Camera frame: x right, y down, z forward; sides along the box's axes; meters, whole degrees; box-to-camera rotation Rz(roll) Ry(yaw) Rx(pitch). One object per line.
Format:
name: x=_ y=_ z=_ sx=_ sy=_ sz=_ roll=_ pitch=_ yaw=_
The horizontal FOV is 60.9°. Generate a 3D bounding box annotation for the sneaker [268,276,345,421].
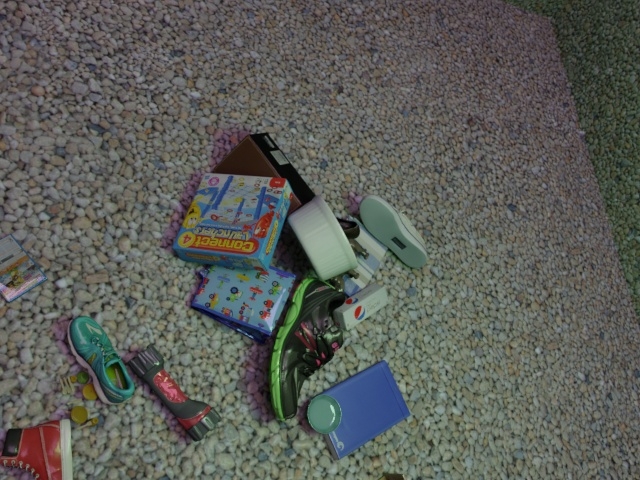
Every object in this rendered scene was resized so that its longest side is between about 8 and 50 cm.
sneaker: x=-0.036 y=0.336 z=1.736 sx=0.202 sy=0.185 sz=0.483 roll=14 pitch=62 yaw=7

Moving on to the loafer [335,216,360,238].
loafer: x=0.040 y=-0.059 z=1.996 sx=0.220 sy=0.078 sz=0.080 roll=2 pitch=59 yaw=-6

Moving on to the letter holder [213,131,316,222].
letter holder: x=-0.202 y=-0.195 z=1.930 sx=0.302 sy=0.214 sz=0.152 roll=52 pitch=25 yaw=2

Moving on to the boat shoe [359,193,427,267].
boat shoe: x=0.294 y=-0.065 z=2.118 sx=0.367 sy=0.136 sz=0.156 roll=43 pitch=35 yaw=-18

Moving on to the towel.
towel: x=0.119 y=0.065 z=2.042 sx=0.209 sy=0.034 sz=0.285 roll=40 pitch=59 yaw=-10

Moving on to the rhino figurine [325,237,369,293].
rhino figurine: x=0.087 y=0.097 z=1.952 sx=0.106 sy=0.073 sz=0.243 roll=38 pitch=61 yaw=-17

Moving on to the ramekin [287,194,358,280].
ramekin: x=0.000 y=0.000 z=1.813 sx=0.135 sy=0.277 sz=0.277 roll=-28 pitch=84 yaw=-5

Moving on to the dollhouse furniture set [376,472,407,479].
dollhouse furniture set: x=0.213 y=0.842 z=1.714 sx=0.151 sy=0.123 sz=0.144 roll=-23 pitch=82 yaw=-33

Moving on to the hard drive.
hard drive: x=0.137 y=0.564 z=1.839 sx=0.319 sy=0.040 sz=0.210 roll=-19 pitch=79 yaw=-32

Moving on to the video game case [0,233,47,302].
video game case: x=-0.874 y=0.077 z=1.532 sx=0.119 sy=0.015 sz=0.166 roll=-40 pitch=90 yaw=-34

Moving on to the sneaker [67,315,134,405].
sneaker: x=-0.598 y=0.323 z=1.511 sx=0.107 sy=0.110 sz=0.275 roll=-31 pitch=87 yaw=-48

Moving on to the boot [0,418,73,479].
boot: x=-0.716 y=0.586 z=1.365 sx=0.176 sy=0.088 sz=0.244 roll=-3 pitch=63 yaw=-28

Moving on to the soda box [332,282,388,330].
soda box: x=0.143 y=0.234 z=1.948 sx=0.216 sy=0.069 sz=0.074 roll=-28 pitch=114 yaw=-34

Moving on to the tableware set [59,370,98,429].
tableware set: x=-0.648 y=0.433 z=1.478 sx=0.104 sy=0.024 sz=0.154 roll=-6 pitch=66 yaw=-61

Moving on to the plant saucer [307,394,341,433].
plant saucer: x=0.010 y=0.554 z=1.738 sx=0.119 sy=0.021 sz=0.119 roll=10 pitch=65 yaw=-23

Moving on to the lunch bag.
lunch bag: x=-0.261 y=0.165 z=1.759 sx=0.293 sy=0.138 sz=0.221 roll=26 pitch=62 yaw=-5

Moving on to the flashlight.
flashlight: x=-0.418 y=0.434 z=1.569 sx=0.103 sy=0.103 sz=0.304 roll=-39 pitch=91 yaw=-32

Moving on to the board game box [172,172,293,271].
board game box: x=-0.278 y=-0.066 z=1.756 sx=0.308 sy=0.086 sz=0.302 roll=6 pitch=60 yaw=18
